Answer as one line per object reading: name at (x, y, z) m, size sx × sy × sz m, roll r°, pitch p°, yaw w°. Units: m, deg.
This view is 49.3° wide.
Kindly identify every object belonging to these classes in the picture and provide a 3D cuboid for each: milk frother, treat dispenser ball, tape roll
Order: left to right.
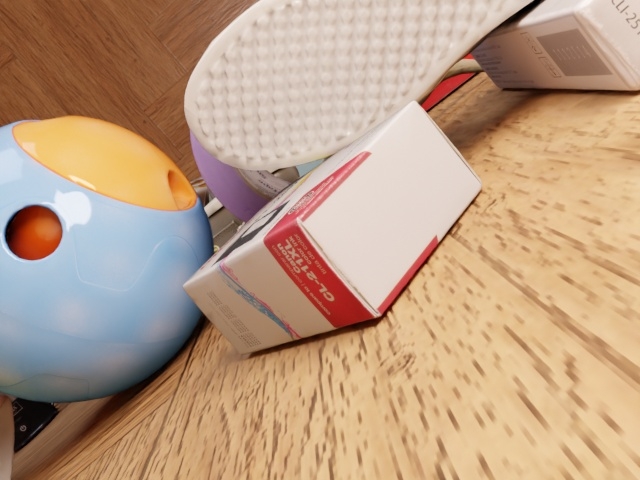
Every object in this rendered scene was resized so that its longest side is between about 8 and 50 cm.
milk frother at (-0.459, 0.221, 1.045) m, size 0.129 × 0.134 × 0.143 m, roll -46°, pitch 11°, yaw -29°
treat dispenser ball at (-0.253, 0.018, 0.708) m, size 0.288 × 0.288 × 0.288 m, roll -39°, pitch 10°, yaw 8°
tape roll at (-0.016, -0.102, 0.631) m, size 0.189 × 0.189 × 0.080 m, roll -38°, pitch 9°, yaw 14°

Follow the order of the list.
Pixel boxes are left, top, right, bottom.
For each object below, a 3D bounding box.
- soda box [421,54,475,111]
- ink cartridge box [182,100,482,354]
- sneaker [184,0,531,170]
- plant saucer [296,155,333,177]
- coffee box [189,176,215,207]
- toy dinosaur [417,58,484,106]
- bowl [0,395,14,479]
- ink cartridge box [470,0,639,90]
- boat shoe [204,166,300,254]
soda box at (0.146, -0.228, 0.876) m, size 0.263 × 0.083 × 0.092 m, roll -36°, pitch 10°, yaw 28°
ink cartridge box at (0.000, 0.000, 0.464) m, size 0.127 × 0.072 × 0.175 m, roll -48°, pitch 12°, yaw -33°
sneaker at (0.049, -0.165, 0.517) m, size 0.321 × 0.126 × 0.127 m, roll -29°, pitch 18°, yaw 15°
plant saucer at (-0.063, -0.171, 1.064) m, size 0.318 × 0.044 × 0.317 m, roll -19°, pitch 64°, yaw 46°
coffee box at (-0.221, -0.015, 1.082) m, size 0.141 × 0.098 × 0.246 m, roll -21°, pitch 18°, yaw -2°
toy dinosaur at (0.066, -0.130, 0.718) m, size 0.268 × 0.064 × 0.118 m, roll -40°, pitch -28°, yaw 3°
bowl at (-0.392, 0.211, 0.680) m, size 0.156 × 0.289 × 0.289 m, roll 0°, pitch 1°, yaw -14°
ink cartridge box at (0.247, -0.213, 0.492) m, size 0.261 × 0.066 × 0.296 m, roll -41°, pitch 10°, yaw 8°
boat shoe at (-0.137, 0.006, 0.906) m, size 0.305 × 0.091 × 0.109 m, roll -38°, pitch 1°, yaw 10°
